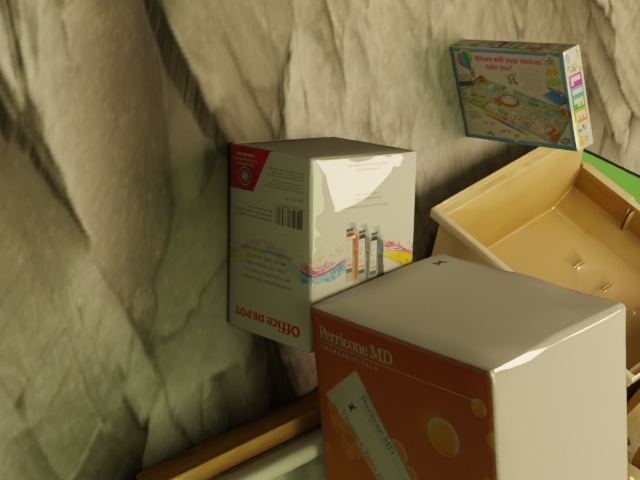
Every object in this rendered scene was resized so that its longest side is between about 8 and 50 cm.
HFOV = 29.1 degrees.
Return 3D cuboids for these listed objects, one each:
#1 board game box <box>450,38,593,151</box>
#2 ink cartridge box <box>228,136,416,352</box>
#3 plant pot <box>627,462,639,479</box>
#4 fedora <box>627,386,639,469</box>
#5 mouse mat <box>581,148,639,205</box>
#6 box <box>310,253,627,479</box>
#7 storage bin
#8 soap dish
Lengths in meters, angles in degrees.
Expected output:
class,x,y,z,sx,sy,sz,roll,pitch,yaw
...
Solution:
class,x,y,z,sx,sy,sz,roll,pitch,yaw
board game box,0.204,-0.150,1.259,0.026,0.154,0.103,-28,116,-32
ink cartridge box,0.000,0.000,1.140,0.127,0.128,0.176,-7,105,-39
plant pot,0.301,0.238,1.383,0.256,0.256,0.274,37,63,-38
fedora,0.346,0.179,1.188,0.194,0.079,0.194,-35,152,-22
mouse mat,0.328,-0.004,1.488,0.152,0.007,0.190,18,88,-40
box,0.134,0.213,1.077,0.168,0.215,0.345,-20,113,-36
storage bin,0.285,0.034,1.279,0.260,0.262,0.123,-29,147,-31
soap dish,-0.034,0.272,1.174,0.290,0.118,0.229,-21,111,-34
